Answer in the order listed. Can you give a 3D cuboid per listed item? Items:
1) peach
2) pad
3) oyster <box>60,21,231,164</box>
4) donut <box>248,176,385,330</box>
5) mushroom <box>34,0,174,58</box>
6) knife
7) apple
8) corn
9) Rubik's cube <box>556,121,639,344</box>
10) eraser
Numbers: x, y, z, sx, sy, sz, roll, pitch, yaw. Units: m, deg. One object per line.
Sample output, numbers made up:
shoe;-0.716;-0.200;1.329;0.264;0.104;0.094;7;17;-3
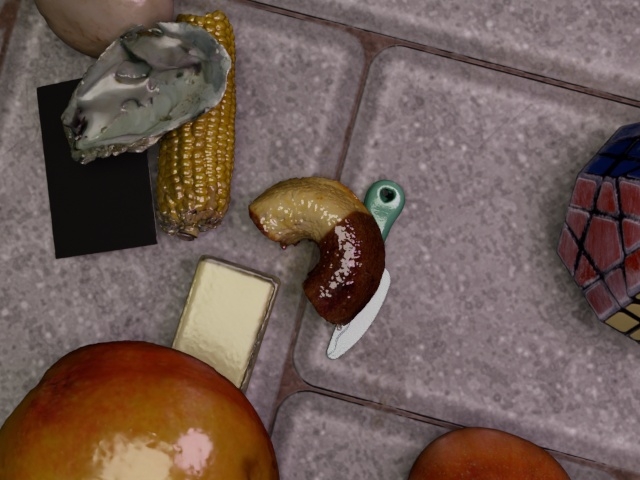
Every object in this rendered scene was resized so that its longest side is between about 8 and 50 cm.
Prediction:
peach;-0.227;0.303;1.512;0.373;0.290;0.372;0;91;-2
pad;-0.307;-0.105;1.645;0.170;0.006;0.245;-9;86;22
oyster;-0.230;-0.180;1.554;0.199;0.087;0.252;32;115;10
donut;-0.001;-0.001;1.608;0.141;0.085;0.217;-41;80;12
mushroom;-0.278;-0.349;1.593;0.206;0.206;0.209;36;87;2
knife;0.067;0.044;1.652;0.063;0.034;0.260;14;93;0
apple;0.228;0.353;1.560;0.235;0.173;0.210;6;88;0
corn;-0.166;-0.157;1.625;0.115;0.115;0.317;3;87;1
Rubik's cube;0.464;-0.010;1.528;0.319;0.319;0.264;-26;113;0
eraser;-0.132;0.116;1.634;0.117;0.058;0.172;17;87;3
